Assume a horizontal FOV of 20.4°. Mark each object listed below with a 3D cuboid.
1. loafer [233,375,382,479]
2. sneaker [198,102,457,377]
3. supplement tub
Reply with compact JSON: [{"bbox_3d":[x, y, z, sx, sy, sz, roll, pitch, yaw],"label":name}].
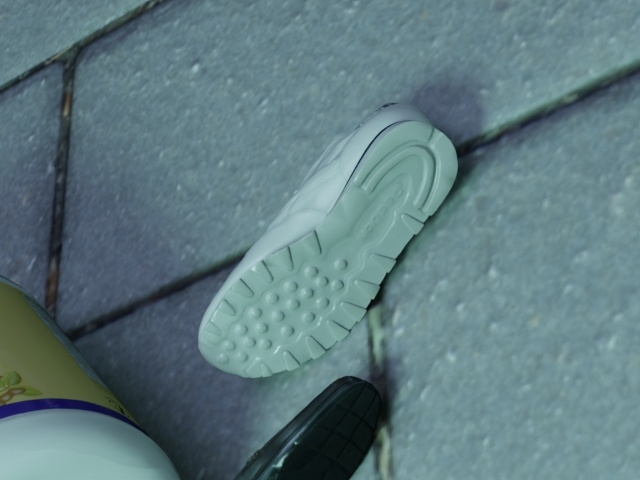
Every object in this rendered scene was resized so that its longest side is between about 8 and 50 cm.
[{"bbox_3d":[-0.027,0.155,1.198,0.170,0.062,0.061,-49,36,2],"label":"loafer"},{"bbox_3d":[0.000,0.000,1.277,0.235,0.090,0.095,-45,28,3],"label":"sneaker"},{"bbox_3d":[-0.261,0.159,1.271,0.241,0.241,0.331,-51,41,1],"label":"supplement tub"}]
